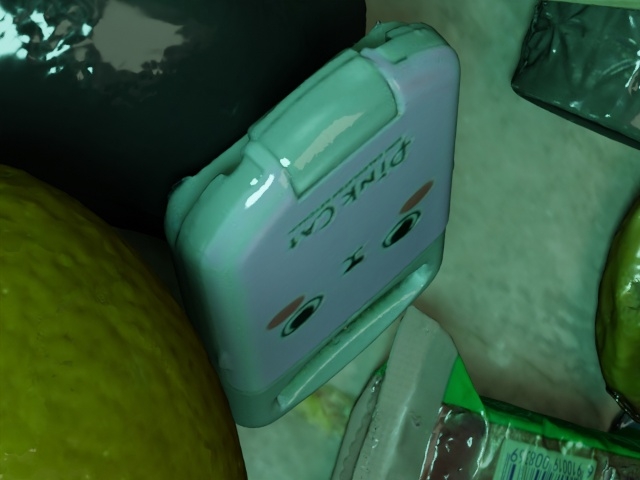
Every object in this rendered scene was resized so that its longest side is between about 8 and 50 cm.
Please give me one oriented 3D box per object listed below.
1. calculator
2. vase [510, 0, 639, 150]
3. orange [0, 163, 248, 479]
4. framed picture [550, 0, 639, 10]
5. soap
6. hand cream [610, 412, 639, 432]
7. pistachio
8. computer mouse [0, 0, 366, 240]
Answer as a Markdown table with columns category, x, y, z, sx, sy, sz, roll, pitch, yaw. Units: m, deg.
| category | x | y | z | sx | sy | sz | roll | pitch | yaw |
| --- | --- | --- | --- | --- | --- | --- | --- | --- | --- |
| calculator | 0.000 | 0.000 | 0.679 | 0.141 | 0.045 | 0.246 | -40 | 159 | -17 |
| vase | 0.196 | -0.201 | 0.820 | 0.251 | 0.156 | 0.301 | 19 | 96 | -33 |
| orange | -0.132 | 0.089 | 0.514 | 0.236 | 0.236 | 0.236 | -19 | 118 | -41 |
| framed picture | 0.164 | -0.221 | 0.734 | 0.293 | 0.018 | 0.231 | 4 | 104 | -10 |
| soap | 0.111 | 0.172 | 0.891 | 0.273 | 0.098 | 0.218 | 20 | 90 | -49 |
| hand cream | 0.278 | 0.083 | 1.084 | 0.224 | 0.048 | 0.083 | -44 | 132 | -19 |
| pistachio | 0.197 | 0.032 | 0.967 | 0.089 | 0.049 | 0.173 | -32 | 127 | -63 |
| computer mouse | -0.065 | -0.067 | 0.630 | 0.264 | 0.088 | 0.147 | 15 | 96 | -51 |
